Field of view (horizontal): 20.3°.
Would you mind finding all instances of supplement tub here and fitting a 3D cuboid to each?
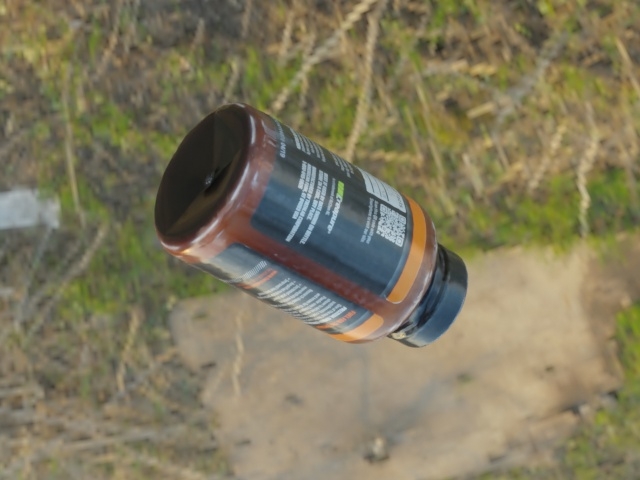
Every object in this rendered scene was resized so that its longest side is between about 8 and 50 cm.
[{"bbox_3d":[0.000,0.000,1.127,0.198,0.106,0.106,29,120,-31],"label":"supplement tub"}]
